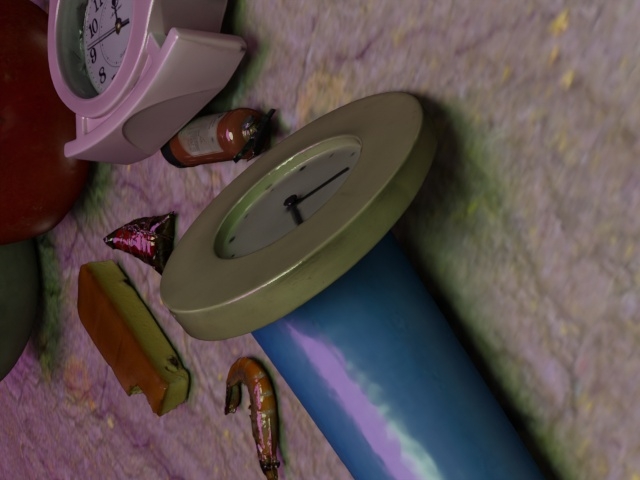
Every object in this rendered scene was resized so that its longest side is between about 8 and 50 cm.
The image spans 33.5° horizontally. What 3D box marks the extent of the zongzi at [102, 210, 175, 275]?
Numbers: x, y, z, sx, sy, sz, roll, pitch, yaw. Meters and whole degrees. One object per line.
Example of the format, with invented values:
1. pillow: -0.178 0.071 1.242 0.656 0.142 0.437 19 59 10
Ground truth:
1. zongzi: -0.182 -0.009 1.167 0.083 0.067 0.073 35 117 24

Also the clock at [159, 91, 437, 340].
1. clock: -0.017 -0.022 0.767 0.029 0.235 0.235 51 154 -22

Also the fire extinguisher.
1. fire extinguisher: -0.093 -0.094 0.992 0.050 0.062 0.177 45 158 -25

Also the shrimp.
1. shrimp: -0.066 0.178 1.051 0.091 0.025 0.127 -33 67 55

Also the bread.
1. bread: -0.222 0.120 1.250 0.226 0.049 0.088 49 136 37

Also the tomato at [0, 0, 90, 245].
1. tomato: -0.437 -0.143 1.293 0.290 0.293 0.325 15 100 60

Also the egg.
1. egg: -0.531 0.057 1.510 0.258 0.258 0.352 10 101 55

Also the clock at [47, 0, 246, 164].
1. clock: -0.164 -0.245 0.995 0.290 0.080 0.275 -30 67 44

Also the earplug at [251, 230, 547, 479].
1. earplug: 0.066 0.128 0.754 0.273 0.132 0.132 56 140 27
